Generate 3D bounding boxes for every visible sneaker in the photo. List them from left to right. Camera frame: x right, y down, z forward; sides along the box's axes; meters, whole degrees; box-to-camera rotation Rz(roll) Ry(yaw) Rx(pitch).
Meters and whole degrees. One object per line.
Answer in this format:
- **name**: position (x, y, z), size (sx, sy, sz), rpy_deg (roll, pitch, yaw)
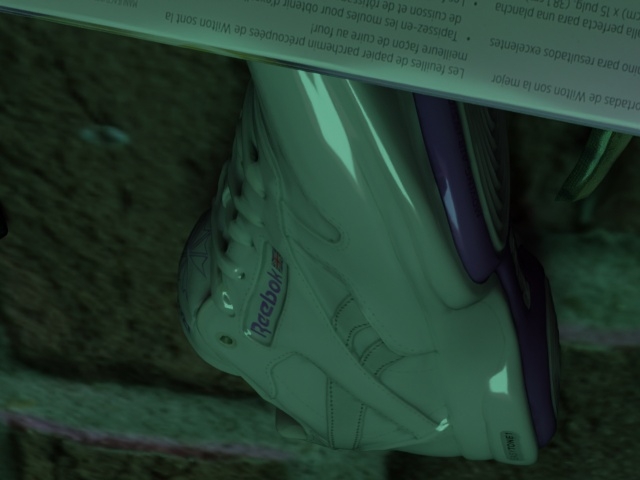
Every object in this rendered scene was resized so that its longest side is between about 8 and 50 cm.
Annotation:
- **sneaker**: position (0.000, 0.000, 0.528), size (0.152, 0.114, 0.305), rpy_deg (-5, 141, 15)

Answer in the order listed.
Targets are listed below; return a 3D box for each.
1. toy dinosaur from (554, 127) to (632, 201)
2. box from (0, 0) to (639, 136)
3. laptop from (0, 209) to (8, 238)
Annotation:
- **toy dinosaur**: position (0.127, -0.096, 0.434), size (0.118, 0.064, 0.268), rpy_deg (2, 147, 12)
- **box**: position (0.031, -0.070, 0.366), size (0.324, 0.063, 0.067), rpy_deg (10, 101, 3)
- **laptop**: position (-0.234, 0.014, 0.478), size (0.234, 0.136, 0.264), rpy_deg (-32, 141, -9)
